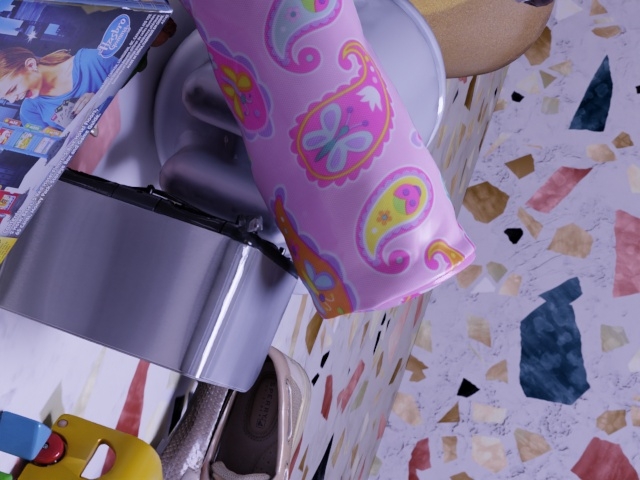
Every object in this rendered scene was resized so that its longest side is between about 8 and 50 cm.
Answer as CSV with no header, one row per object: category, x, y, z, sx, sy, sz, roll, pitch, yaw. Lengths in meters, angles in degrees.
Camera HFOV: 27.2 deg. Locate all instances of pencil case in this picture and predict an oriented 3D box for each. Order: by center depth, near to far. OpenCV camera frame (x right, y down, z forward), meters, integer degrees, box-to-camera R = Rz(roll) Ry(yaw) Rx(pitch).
pencil case,-0.002,-0.090,0.874,0.284,0.124,0.124,65,18,-2

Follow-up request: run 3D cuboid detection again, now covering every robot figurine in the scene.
robot figurine,-0.009,-0.115,1.113,0.300,0.200,0.353,-68,171,25

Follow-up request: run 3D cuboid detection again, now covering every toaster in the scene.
toaster,-0.115,0.024,0.902,0.185,0.168,0.110,46,62,-77

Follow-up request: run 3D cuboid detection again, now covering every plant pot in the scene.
plant pot,0.086,-0.266,1.372,0.254,0.237,0.237,-27,134,-53

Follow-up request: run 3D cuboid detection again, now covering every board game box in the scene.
board game box,-0.193,-0.062,0.559,0.194,0.060,0.194,13,121,-52

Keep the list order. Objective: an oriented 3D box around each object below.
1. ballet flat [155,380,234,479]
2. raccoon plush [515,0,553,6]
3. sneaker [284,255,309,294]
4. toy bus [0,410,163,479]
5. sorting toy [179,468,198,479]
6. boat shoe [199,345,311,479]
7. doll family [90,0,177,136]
ballet flat,-0.100,0.163,1.328,0.250,0.058,0.084,-60,167,-19
raccoon plush,0.065,-0.347,0.731,0.299,0.216,0.446,-26,119,-44
sneaker,0.000,0.000,1.397,0.366,0.137,0.210,-72,171,-58
toy bus,-0.192,0.232,0.984,0.191,0.104,0.202,8,98,-77
sorting toy,-0.177,0.278,1.184,0.132,0.046,0.274,-60,-178,-41
boat shoe,-0.095,0.284,1.481,0.110,0.122,0.341,56,41,-68
doll family,-0.130,-0.131,0.795,0.111,0.076,0.193,-53,-171,-4
